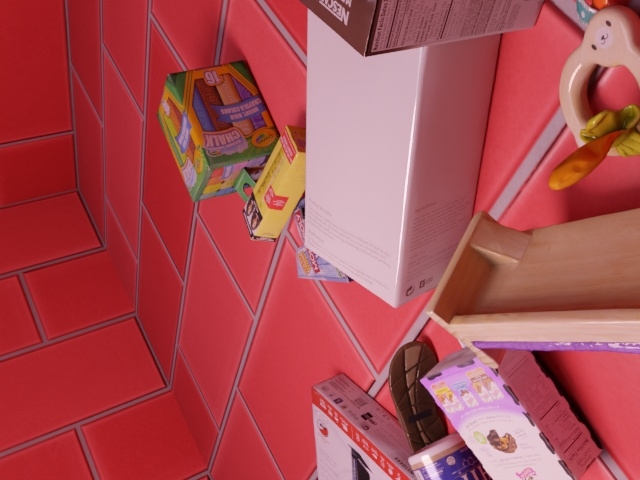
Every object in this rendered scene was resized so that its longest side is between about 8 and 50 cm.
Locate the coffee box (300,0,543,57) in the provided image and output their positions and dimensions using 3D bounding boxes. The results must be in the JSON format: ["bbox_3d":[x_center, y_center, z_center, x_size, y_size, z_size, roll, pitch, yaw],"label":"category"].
[{"bbox_3d":[0.116,-0.290,0.720,0.141,0.246,0.098,51,145,35],"label":"coffee box"}]

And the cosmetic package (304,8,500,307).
[{"bbox_3d":[0.098,-0.130,0.926,0.217,0.156,0.385,35,133,39],"label":"cosmetic package"}]

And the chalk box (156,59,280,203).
[{"bbox_3d":[-0.205,-0.201,1.418,0.289,0.179,0.180,66,152,12],"label":"chalk box"}]

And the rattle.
[{"bbox_3d":[0.255,-0.169,0.664,0.130,0.142,0.200,-131,25,-69],"label":"rattle"}]

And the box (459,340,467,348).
[{"bbox_3d":[0.249,0.090,0.924,0.114,0.036,0.207,63,151,16],"label":"box"}]

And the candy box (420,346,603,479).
[{"bbox_3d":[0.255,0.237,0.920,0.196,0.070,0.165,54,149,5],"label":"candy box"}]

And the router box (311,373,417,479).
[{"bbox_3d":[0.111,0.481,1.347,0.335,0.082,0.301,30,131,51],"label":"router box"}]

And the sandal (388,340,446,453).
[{"bbox_3d":[0.167,0.273,1.152,0.060,0.090,0.219,-125,17,-73],"label":"sandal"}]

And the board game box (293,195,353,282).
[{"bbox_3d":[0.000,0.000,1.293,0.194,0.060,0.194,-29,80,61],"label":"board game box"}]

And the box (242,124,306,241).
[{"bbox_3d":[-0.078,-0.106,1.298,0.232,0.058,0.087,-56,41,37],"label":"box"}]

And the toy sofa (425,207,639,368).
[{"bbox_3d":[0.288,0.051,0.633,0.177,0.150,0.362,38,158,-18],"label":"toy sofa"}]

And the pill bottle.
[{"bbox_3d":[0.229,0.409,1.063,0.187,0.112,0.112,63,151,16],"label":"pill bottle"}]
